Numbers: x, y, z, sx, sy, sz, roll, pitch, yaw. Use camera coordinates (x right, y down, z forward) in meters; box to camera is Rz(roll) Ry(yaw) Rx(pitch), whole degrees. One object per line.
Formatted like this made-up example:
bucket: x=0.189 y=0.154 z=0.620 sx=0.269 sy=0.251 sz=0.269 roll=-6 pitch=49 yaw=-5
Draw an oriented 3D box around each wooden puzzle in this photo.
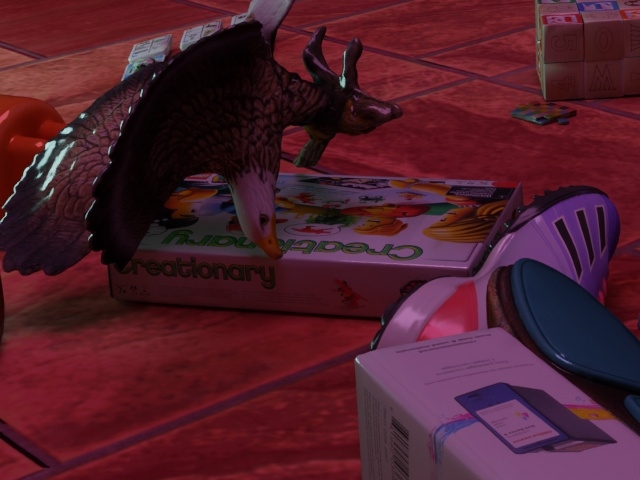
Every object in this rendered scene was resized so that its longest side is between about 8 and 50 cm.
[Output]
wooden puzzle: x=0.233 y=-0.134 z=1.821 sx=0.049 sy=0.006 sz=0.083 roll=-18 pitch=25 yaw=-32

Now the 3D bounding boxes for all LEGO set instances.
LEGO set: x=-0.141 y=-0.210 z=2.078 sx=0.182 sy=0.060 sz=0.244 roll=-16 pitch=19 yaw=5

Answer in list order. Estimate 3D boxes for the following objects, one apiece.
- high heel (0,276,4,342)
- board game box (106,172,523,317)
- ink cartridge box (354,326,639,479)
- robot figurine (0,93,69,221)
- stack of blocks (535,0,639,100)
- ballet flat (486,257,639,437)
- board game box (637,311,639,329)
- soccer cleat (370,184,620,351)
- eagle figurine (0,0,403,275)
high heel: x=-0.343 y=0.068 z=1.255 sx=0.181 sy=0.127 sz=0.377 roll=-9 pitch=16 yaw=6
board game box: x=0.000 y=0.000 z=1.449 sx=0.305 sy=0.053 sz=0.193 roll=3 pitch=23 yaw=18
ink cartridge box: x=0.099 y=0.155 z=0.878 sx=0.093 sy=0.154 sz=0.212 roll=-9 pitch=20 yaw=-17
robot figurine: x=-0.317 y=-0.075 z=1.610 sx=0.219 sy=0.128 sz=0.158 roll=8 pitch=64 yaw=29
stack of blocks: x=0.387 y=-0.226 z=1.921 sx=0.297 sy=0.087 sz=0.171 roll=-3 pitch=21 yaw=4
ballet flat: x=0.164 y=0.123 z=1.007 sx=0.123 sy=0.123 sz=0.348 roll=-10 pitch=27 yaw=-15
board game box: x=0.422 y=0.059 z=1.088 sx=0.318 sy=0.066 sz=0.318 roll=-20 pitch=41 yaw=-36
soccer cleat: x=0.154 y=0.053 z=1.241 sx=0.116 sy=0.109 sz=0.318 roll=28 pitch=32 yaw=23
eagle figurine: x=-0.094 y=-0.080 z=1.356 sx=0.298 sy=0.226 sz=0.225 roll=-11 pitch=43 yaw=-27
